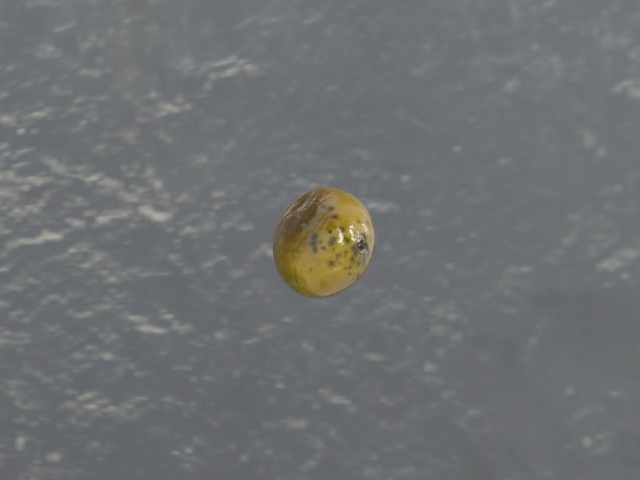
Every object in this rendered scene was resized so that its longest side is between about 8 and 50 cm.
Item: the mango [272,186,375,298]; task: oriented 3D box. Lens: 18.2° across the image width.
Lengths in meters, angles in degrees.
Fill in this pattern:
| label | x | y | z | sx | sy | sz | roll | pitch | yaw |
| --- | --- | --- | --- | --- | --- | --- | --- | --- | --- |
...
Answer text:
| label | x | y | z | sx | sy | sz | roll | pitch | yaw |
| --- | --- | --- | --- | --- | --- | --- | --- | --- | --- |
| mango | 0.000 | 0.000 | 1.413 | 0.057 | 0.114 | 0.079 | 38 | 90 | -22 |
